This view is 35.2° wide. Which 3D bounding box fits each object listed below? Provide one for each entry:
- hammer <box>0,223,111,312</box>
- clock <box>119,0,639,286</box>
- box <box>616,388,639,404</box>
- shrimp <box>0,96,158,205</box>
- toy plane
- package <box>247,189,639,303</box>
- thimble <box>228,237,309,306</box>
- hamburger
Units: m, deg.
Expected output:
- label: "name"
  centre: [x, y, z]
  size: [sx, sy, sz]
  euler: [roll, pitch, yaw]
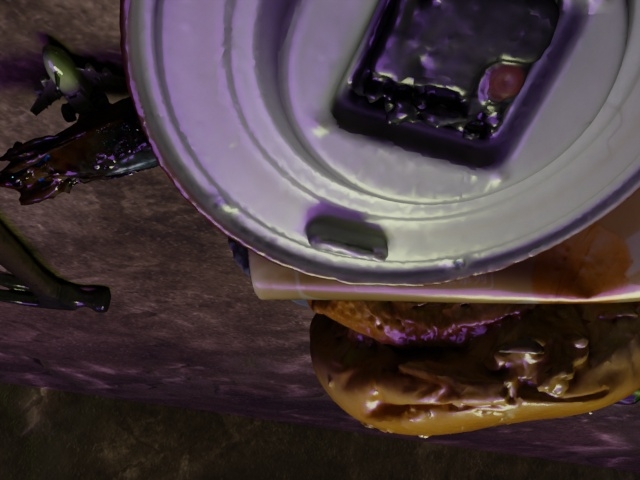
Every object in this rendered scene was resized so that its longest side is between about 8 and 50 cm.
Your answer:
- label: "hammer"
  centre: [-0.407, 0.021, 1.352]
  size: [0.168, 0.044, 0.440]
  euler: [4, 161, 2]
- label: "clock"
  centre: [0.061, -0.104, 0.501]
  size: [0.318, 0.080, 0.319]
  euler: [-4, 127, -5]
- label: "box"
  centre: [0.315, 0.154, 1.420]
  size: [0.345, 0.097, 0.134]
  euler: [20, 166, -35]
- label: "shrimp"
  centre: [-0.133, -0.073, 0.894]
  size: [0.290, 0.054, 0.222]
  euler: [-13, 165, 7]
- label: "toy plane"
  centre: [-0.202, -0.126, 0.839]
  size: [0.102, 0.040, 0.111]
  euler: [-16, 159, 8]
- label: "package"
  centre: [0.106, -0.083, 0.672]
  size: [0.311, 0.221, 0.165]
  euler: [0, 140, 18]
- label: "thimble"
  centre: [-0.002, -0.002, 1.004]
  size: [0.151, 0.127, 0.118]
  euler: [5, 165, 32]
- label: "hamburger"
  centre: [0.134, 0.045, 0.811]
  size: [0.289, 0.170, 0.314]
  euler: [-7, -164, 23]
